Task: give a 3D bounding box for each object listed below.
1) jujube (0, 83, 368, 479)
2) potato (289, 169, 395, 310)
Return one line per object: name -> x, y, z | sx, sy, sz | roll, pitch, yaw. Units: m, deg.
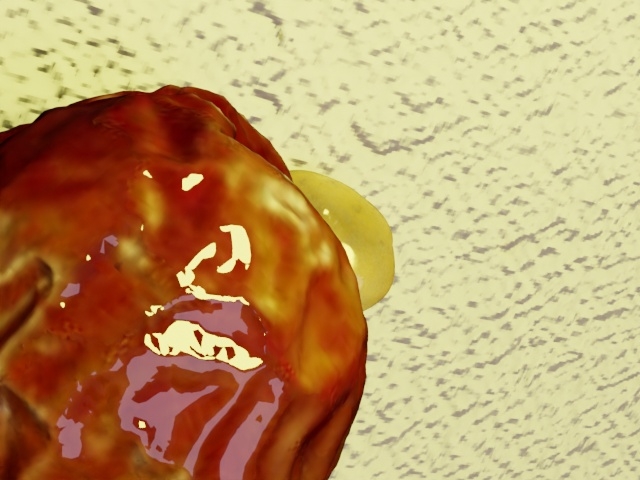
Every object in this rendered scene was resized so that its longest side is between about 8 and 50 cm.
jujube -> -0.136, 0.089, 0.778 | 0.342, 0.216, 0.216 | -38, 136, 4
potato -> 0.000, 0.000, 0.933 | 0.062, 0.068, 0.083 | -24, 125, 24
